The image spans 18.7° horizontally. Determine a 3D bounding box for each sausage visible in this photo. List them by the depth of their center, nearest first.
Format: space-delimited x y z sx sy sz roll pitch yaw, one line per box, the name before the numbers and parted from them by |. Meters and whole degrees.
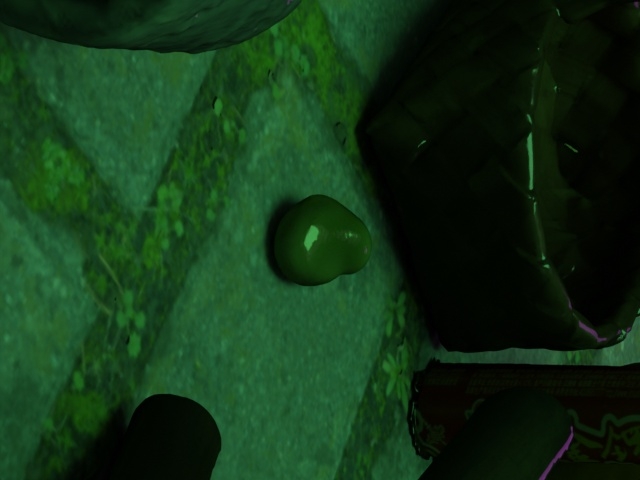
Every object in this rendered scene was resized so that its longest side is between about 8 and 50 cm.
sausage | 0.192 0.126 1.425 0.083 0.264 0.083 5 84 -55

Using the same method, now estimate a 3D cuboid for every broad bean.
broad bean | 0.000 0.000 1.323 0.083 0.045 0.063 1 99 -52

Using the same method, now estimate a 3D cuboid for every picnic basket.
picnic basket | 0.243 -0.075 1.475 0.337 0.337 0.293 -57 135 -45

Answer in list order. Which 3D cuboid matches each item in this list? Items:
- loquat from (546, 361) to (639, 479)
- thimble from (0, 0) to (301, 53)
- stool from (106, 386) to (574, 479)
loquat | 0.264 0.222 1.548 0.263 0.263 0.263 7 82 -59
thimble | -0.095 -0.219 1.014 0.157 0.217 0.246 -5 76 -64
stool | -0.015 0.244 1.041 0.226 0.310 0.310 -39 122 -65
